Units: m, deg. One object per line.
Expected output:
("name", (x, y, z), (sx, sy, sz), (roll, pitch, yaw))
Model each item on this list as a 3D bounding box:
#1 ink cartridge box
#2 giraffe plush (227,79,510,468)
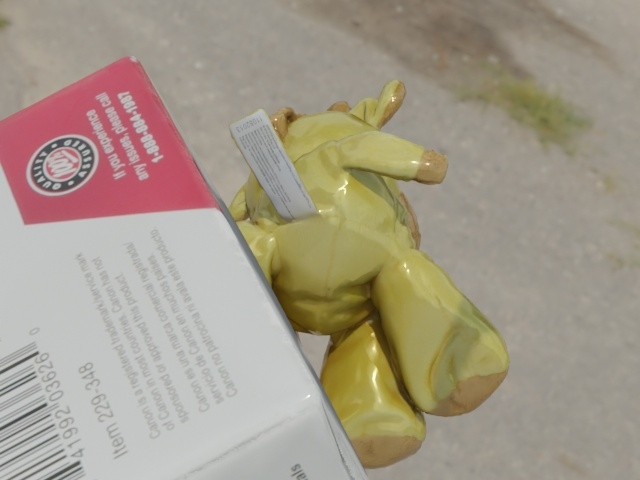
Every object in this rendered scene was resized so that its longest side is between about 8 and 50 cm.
("ink cartridge box", (-0.152, 0.093, 0.614), (0.306, 0.131, 0.226), (-29, 45, -1))
("giraffe plush", (0.000, 0.000, 0.866), (0.181, 0.210, 0.170), (-9, 23, 5))
